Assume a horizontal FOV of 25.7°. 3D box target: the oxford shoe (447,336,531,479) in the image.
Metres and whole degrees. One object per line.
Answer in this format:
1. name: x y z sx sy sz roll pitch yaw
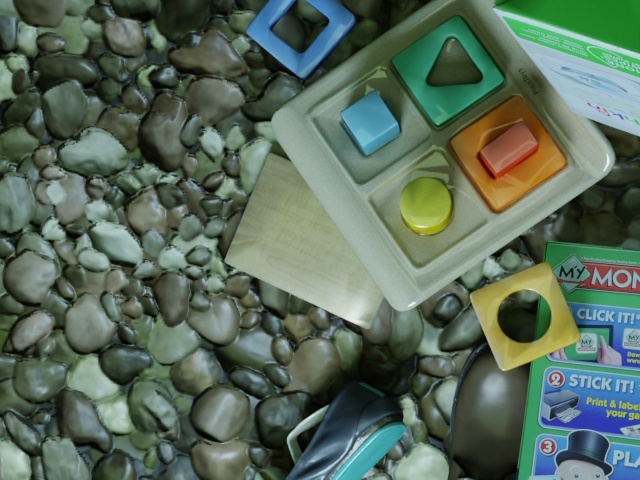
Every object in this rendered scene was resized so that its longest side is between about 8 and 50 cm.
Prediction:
1. oxford shoe: 0.131 0.187 1.055 0.082 0.096 0.227 5 98 13

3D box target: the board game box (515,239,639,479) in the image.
1. board game box: 0.304 0.120 0.979 0.317 0.046 0.213 6 75 17

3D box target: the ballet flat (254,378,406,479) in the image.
1. ballet flat: -0.010 0.189 1.103 0.074 0.074 0.203 37 110 4

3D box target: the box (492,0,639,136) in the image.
1. box: 0.239 -0.207 0.869 0.126 0.231 0.262 23 90 23

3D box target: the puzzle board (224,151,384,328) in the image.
1. puzzle board: 0.000 0.000 1.097 0.128 0.011 0.096 25 101 6

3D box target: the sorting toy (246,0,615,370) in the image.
1. sorting toy: 0.085 -0.072 1.011 0.196 0.047 0.348 -36 79 5
